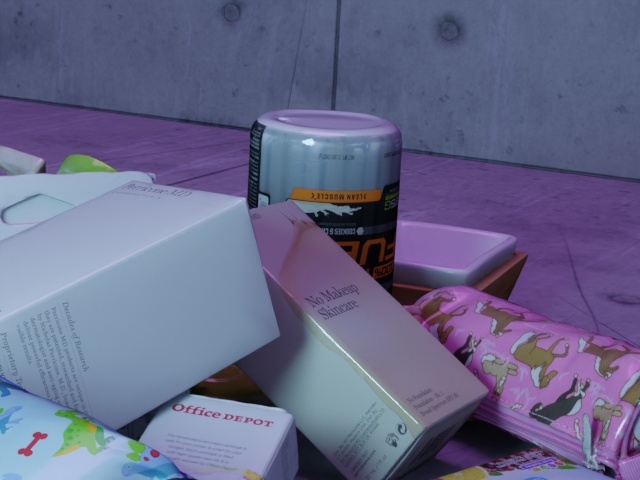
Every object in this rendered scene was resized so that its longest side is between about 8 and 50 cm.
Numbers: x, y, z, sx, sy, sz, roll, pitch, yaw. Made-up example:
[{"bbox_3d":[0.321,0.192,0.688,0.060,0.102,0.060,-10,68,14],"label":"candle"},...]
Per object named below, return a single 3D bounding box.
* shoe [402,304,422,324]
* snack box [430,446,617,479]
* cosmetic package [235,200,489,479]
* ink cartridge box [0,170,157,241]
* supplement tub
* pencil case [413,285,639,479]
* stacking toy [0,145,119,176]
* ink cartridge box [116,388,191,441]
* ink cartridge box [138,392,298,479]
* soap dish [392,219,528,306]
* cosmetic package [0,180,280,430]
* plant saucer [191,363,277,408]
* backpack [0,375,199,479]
[{"bbox_3d":[0.054,0.133,1.635,0.063,0.081,0.178,12,-29,-43],"label":"shoe"},{"bbox_3d":[0.189,0.261,1.298,0.207,0.070,0.174,-9,18,-40],"label":"snack box"},{"bbox_3d":[0.007,0.106,1.511,0.309,0.113,0.160,44,28,16],"label":"cosmetic package"},{"bbox_3d":[-0.381,0.042,1.616,0.285,0.166,0.395,-5,-7,-32],"label":"ink cartridge box"},{"bbox_3d":[0.000,0.000,1.835,0.194,0.316,0.193,3,14,-1],"label":"supplement tub"},{"bbox_3d":[0.249,0.161,1.562,0.167,0.160,0.386,29,-5,-37],"label":"pencil case"},{"bbox_3d":[-0.309,0.023,1.854,0.309,0.279,0.130,10,56,39],"label":"stacking toy"},{"bbox_3d":[-0.263,0.191,1.431,0.275,0.060,0.239,-8,39,-4],"label":"ink cartridge box"},{"bbox_3d":[-0.105,0.222,1.261,0.127,0.072,0.175,7,36,17],"label":"ink cartridge box"},{"bbox_3d":[0.148,0.057,2.060,0.229,0.118,0.291,8,14,21],"label":"soap dish"},{"bbox_3d":[-0.241,0.084,1.319,0.365,0.155,0.197,-30,26,-37],"label":"cosmetic package"},{"bbox_3d":[-0.125,0.169,1.695,0.241,0.037,0.241,3,12,-1],"label":"plant saucer"},{"bbox_3d":[-0.243,0.226,0.998,0.290,0.273,0.355,-37,18,-26],"label":"backpack"}]
